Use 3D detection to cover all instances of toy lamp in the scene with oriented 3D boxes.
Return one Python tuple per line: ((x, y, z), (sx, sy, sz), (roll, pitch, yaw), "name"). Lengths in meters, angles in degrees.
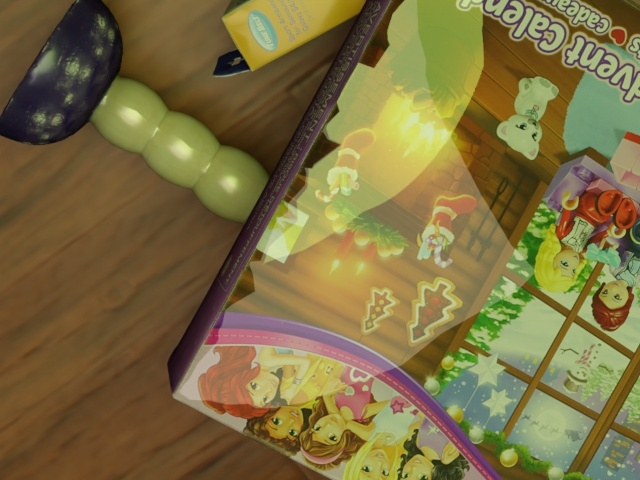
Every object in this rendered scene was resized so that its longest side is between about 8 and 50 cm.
((0.000, 0.000, 0.718), (0.274, 0.080, 0.080), (32, 103, -8), "toy lamp")

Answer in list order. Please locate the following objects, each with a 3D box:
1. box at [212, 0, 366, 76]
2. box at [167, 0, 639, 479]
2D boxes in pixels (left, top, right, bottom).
((0.014, -0.108, 0.687), (0.136, 0.081, 0.028), (-26, 103, 7), "box")
((0.118, 0.032, 0.644), (0.293, 0.057, 0.201), (28, 94, -11), "box")
